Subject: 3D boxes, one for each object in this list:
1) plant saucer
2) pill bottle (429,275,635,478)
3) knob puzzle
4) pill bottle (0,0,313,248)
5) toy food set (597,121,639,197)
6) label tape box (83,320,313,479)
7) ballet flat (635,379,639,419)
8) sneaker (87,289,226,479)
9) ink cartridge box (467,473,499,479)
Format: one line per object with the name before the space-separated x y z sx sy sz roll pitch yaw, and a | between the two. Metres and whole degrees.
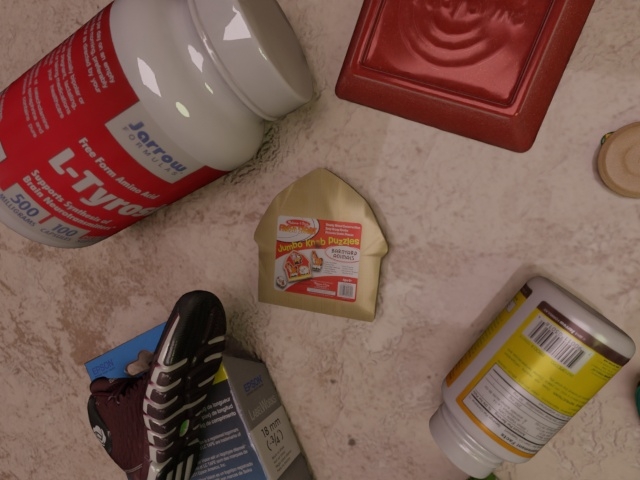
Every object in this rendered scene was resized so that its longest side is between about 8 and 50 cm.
plant saucer | 0.163 -0.264 0.498 0.258 0.047 0.259 23 101 17
pill bottle | 0.216 0.153 0.473 0.117 0.117 0.215 38 106 14
knob puzzle | 0.000 0.000 0.589 0.213 0.030 0.213 2 95 21
pill bottle | -0.224 -0.161 0.555 0.407 0.229 0.229 -23 86 21
toy food set | 0.341 -0.086 0.458 0.083 0.020 0.083 1 95 21
label tape box | -0.175 0.285 0.639 0.240 0.106 0.334 -27 82 21
ballet flat | 0.397 0.231 0.448 0.067 0.073 0.206 -20 90 -6
sneaker | -0.224 0.177 0.542 0.162 0.106 0.281 19 100 23
ink cartridge box | 0.238 0.408 0.447 0.255 0.189 0.097 44 107 12
